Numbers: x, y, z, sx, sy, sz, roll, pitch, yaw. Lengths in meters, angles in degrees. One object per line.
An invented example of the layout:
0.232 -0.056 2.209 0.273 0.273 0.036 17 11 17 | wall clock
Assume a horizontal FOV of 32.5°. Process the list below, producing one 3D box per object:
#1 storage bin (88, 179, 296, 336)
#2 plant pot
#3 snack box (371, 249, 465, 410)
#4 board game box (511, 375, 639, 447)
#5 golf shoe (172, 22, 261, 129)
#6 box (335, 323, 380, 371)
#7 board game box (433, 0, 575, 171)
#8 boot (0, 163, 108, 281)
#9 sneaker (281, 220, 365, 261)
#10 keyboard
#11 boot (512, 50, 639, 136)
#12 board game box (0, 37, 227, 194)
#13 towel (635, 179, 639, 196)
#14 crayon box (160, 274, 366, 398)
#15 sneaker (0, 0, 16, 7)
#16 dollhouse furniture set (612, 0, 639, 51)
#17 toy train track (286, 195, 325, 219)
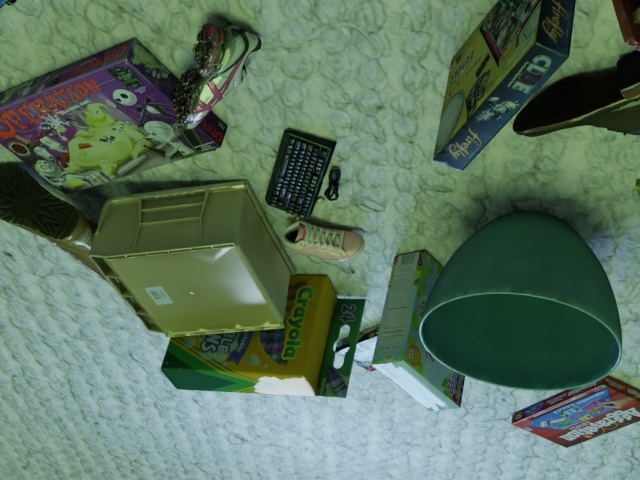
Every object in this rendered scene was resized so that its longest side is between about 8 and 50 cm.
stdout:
-0.208 0.040 1.825 0.260 0.123 0.262 -5 144 15 | storage bin
0.305 0.072 1.640 0.290 0.195 0.290 9 148 6 | plant pot
0.174 0.149 1.802 0.070 0.207 0.174 -14 138 37 | snack box
0.514 0.337 2.139 0.145 0.027 0.281 24 147 -18 | board game box
-0.141 -0.210 1.472 0.086 0.067 0.186 2 146 -28 | golf shoe
0.106 0.205 2.087 0.094 0.027 0.137 30 145 -26 | box
0.211 -0.209 1.263 0.042 0.165 0.243 21 148 -12 | board game box
-0.433 -0.009 1.890 0.236 0.089 0.269 32 172 26 | boot
0.000 0.000 1.772 0.134 0.051 0.070 3 163 24 | sneaker
-0.020 -0.093 1.659 0.108 0.023 0.180 16 145 -4 | keyboard
0.354 -0.155 1.373 0.219 0.082 0.106 -20 133 39 | boot
-0.334 -0.174 1.642 0.347 0.056 0.208 -13 136 36 | board game box
0.531 -0.019 1.581 0.102 0.021 0.237 0 147 31 | towel
-0.099 0.163 1.933 0.323 0.203 0.083 1 146 19 | crayon box
-0.379 -0.351 1.333 0.330 0.129 0.147 13 163 7 | sneaker
0.493 -0.274 1.109 0.374 0.152 0.201 8 152 -25 | dollhouse furniture set
-0.025 -0.050 1.747 0.048 0.014 0.083 34 142 -30 | toy train track
